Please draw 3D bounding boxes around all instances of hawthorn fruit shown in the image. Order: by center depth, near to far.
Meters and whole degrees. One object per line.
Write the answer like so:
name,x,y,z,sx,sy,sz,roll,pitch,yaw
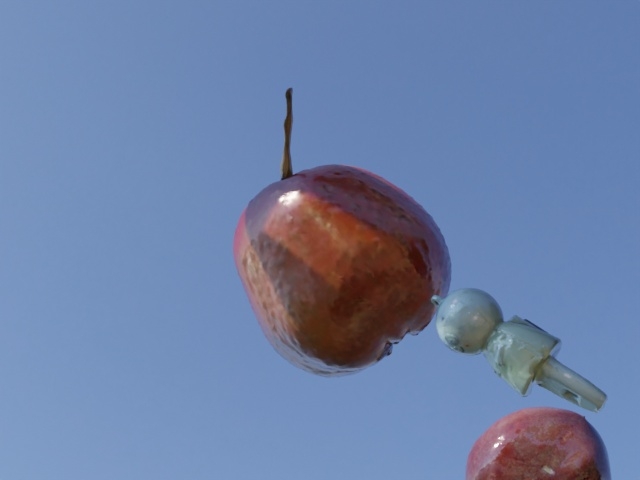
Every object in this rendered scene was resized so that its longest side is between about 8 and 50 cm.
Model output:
hawthorn fruit,0.000,0.000,0.766,0.203,0.162,0.162,52,-48,5

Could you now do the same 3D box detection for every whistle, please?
whistle,0.096,0.054,0.497,0.100,0.035,0.035,32,-35,22

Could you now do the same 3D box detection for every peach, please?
peach,0.228,0.239,1.022,0.152,0.152,0.152,5,-41,4
